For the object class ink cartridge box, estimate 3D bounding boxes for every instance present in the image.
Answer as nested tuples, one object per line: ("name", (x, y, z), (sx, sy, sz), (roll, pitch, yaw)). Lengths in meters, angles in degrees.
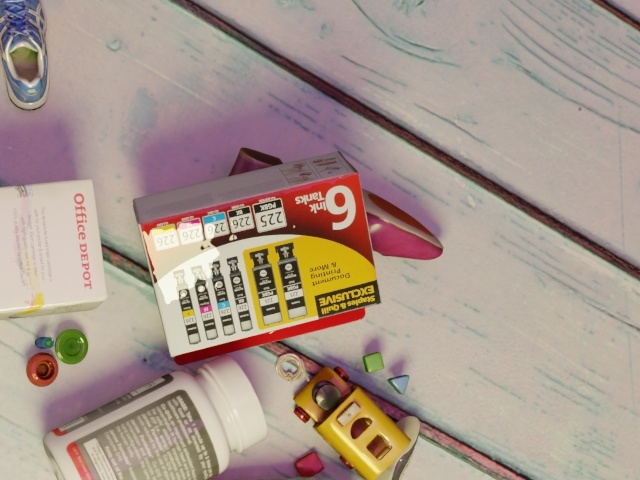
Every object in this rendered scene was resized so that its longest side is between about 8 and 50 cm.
("ink cartridge box", (-0.426, 0.021, 1.712), (0.233, 0.168, 0.171), (-5, 84, -18))
("ink cartridge box", (-0.083, 0.047, 1.765), (0.309, 0.130, 0.272), (-14, 111, -7))

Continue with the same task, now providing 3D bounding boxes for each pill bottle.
("pill bottle", (-0.227, 0.282, 1.738), (0.283, 0.161, 0.161), (-25, 90, -19))

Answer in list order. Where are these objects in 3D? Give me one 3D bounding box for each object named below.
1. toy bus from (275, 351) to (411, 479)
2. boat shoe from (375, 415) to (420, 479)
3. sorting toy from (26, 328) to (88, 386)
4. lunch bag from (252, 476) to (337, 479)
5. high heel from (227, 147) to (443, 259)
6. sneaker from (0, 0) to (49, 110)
("toy bus", (0.039, 0.261, 1.840), (0.202, 0.104, 0.191), (0, 84, -8))
("boat shoe", (0.117, 0.334, 1.900), (0.137, 0.049, 0.043), (-62, 143, -18))
("sorting toy", (-0.385, 0.163, 1.776), (0.102, 0.042, 0.061), (-41, 110, -30))
("lunch bag", (-0.079, 0.460, 1.775), (0.279, 0.108, 0.224), (-3, 99, -15))
("high heel", (0.000, 0.000, 1.905), (0.377, 0.127, 0.181), (22, 106, -18))
("sneaker", (-0.431, -0.300, 1.805), (0.080, 0.081, 0.211), (-13, 84, -17))
